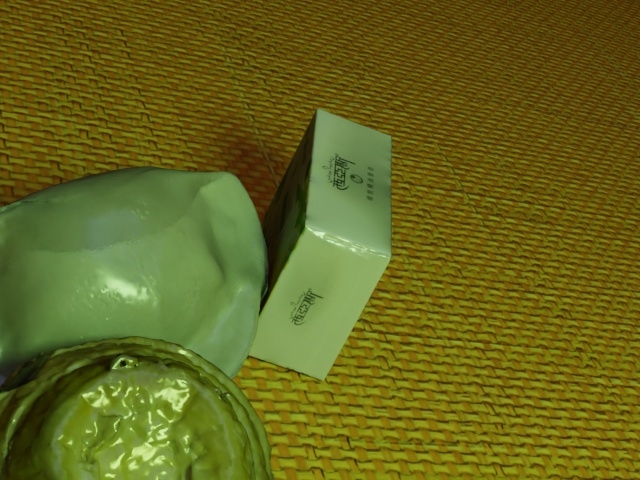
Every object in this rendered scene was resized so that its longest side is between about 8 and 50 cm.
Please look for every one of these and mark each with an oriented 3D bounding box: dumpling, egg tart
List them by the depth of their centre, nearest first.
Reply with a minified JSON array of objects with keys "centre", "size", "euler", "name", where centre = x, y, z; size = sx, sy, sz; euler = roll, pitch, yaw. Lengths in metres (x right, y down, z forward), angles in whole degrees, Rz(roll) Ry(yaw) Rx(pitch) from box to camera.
[{"centre":[-0.163,0.195,1.008],"size":[0.290,0.115,0.290],"euler":[13,53,-18],"name":"egg tart"},{"centre":[-0.196,0.056,1.193],"size":[0.341,0.181,0.260],"euler":[-3,63,-53],"name":"dumpling"}]

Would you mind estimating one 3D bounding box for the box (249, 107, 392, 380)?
[{"centre":[0.000,0.000,1.371],"size":[0.111,0.194,0.260],"euler":[19,33,-12],"name":"box"}]
